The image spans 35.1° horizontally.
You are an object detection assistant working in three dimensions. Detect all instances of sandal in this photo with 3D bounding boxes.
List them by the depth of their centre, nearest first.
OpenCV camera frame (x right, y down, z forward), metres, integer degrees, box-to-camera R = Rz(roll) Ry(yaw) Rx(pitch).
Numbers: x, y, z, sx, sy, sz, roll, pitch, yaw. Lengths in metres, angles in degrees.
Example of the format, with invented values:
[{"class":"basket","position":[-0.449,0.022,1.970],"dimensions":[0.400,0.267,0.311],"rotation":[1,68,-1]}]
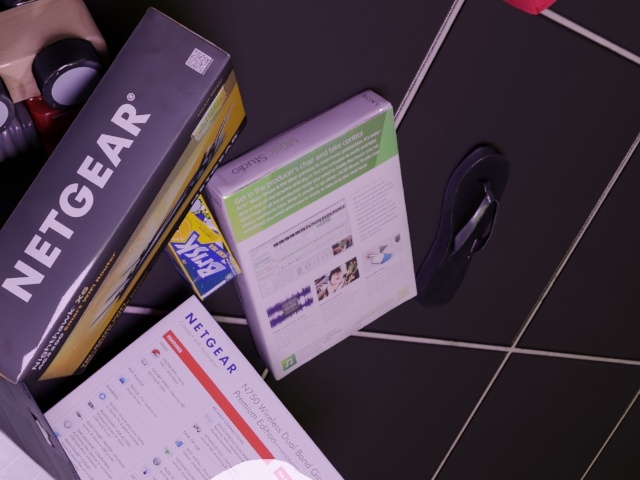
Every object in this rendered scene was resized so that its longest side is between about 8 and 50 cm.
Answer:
[{"class":"sandal","position":[0.205,-0.011,1.395],"dimensions":[0.097,0.054,0.254],"rotation":[-6,124,-37]}]

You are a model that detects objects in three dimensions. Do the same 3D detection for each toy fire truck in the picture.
[{"class":"toy fire truck","position":[-0.283,-0.078,0.898],"dimensions":[0.217,0.158,0.246],"rotation":[-23,153,-17]}]

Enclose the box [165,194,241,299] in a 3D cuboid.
[{"class":"box","position":[-0.148,-0.014,1.104],"dimensions":[0.059,0.054,0.169],"rotation":[-36,137,-13]}]

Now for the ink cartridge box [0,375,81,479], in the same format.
[{"class":"ink cartridge box","position":[-0.324,0.152,0.961],"dimensions":[0.045,0.223,0.224],"rotation":[-39,136,-9]}]

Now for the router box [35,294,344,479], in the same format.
[{"class":"router box","position":[-0.155,0.284,1.141],"dimensions":[0.301,0.335,0.082],"rotation":[-38,180,-9]}]

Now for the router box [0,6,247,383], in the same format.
[{"class":"router box","position":[-0.184,-0.026,0.898],"dimensions":[0.308,0.081,0.243],"rotation":[-58,178,-5]}]

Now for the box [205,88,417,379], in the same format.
[{"class":"box","position":[0.000,0.000,1.237],"dimensions":[0.232,0.058,0.322],"rotation":[-30,137,-19]}]

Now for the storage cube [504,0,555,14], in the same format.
[{"class":"storage cube","position":[0.201,-0.380,1.013],"dimensions":[0.215,0.184,0.193],"rotation":[-40,137,-8]}]
